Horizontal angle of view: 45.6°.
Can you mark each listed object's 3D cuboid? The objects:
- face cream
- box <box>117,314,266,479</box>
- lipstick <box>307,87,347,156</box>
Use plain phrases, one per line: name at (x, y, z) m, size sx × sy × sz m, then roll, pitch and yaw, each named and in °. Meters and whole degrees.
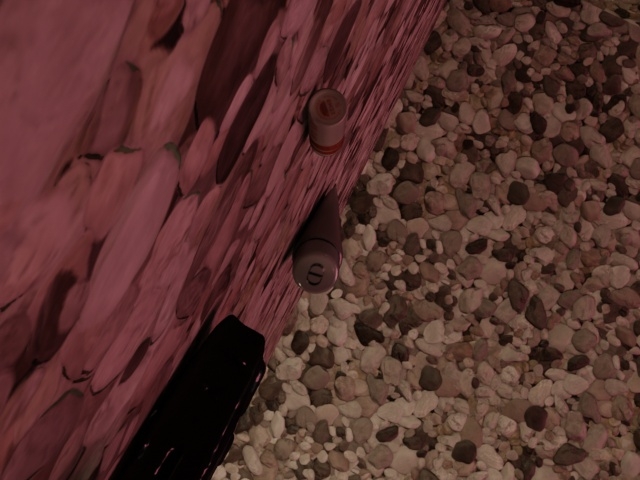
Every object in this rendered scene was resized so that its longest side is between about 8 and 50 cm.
face cream at (0.000, 0.000, 1.421) m, size 0.314 × 0.089 × 0.143 m, roll -79°, pitch -167°, yaw -69°
box at (-0.154, 0.251, 0.779) m, size 0.290 × 0.073 × 0.289 m, roll -61°, pitch 177°, yaw -39°
lipstick at (0.006, -0.117, 0.771) m, size 0.038 × 0.038 × 0.131 m, roll -64°, pitch 177°, yaw -5°
